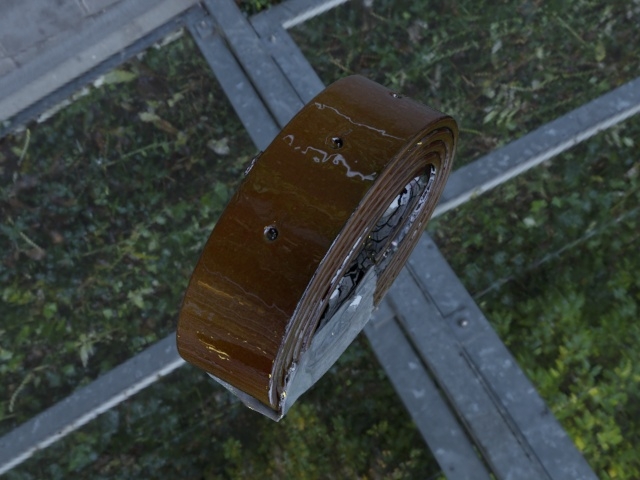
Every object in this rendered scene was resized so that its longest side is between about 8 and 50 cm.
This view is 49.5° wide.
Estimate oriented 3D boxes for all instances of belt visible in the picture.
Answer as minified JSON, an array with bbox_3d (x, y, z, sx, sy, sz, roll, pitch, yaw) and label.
[{"bbox_3d":[0.000,0.000,0.675,0.338,0.122,0.217,-56,158,-13],"label":"belt"}]
